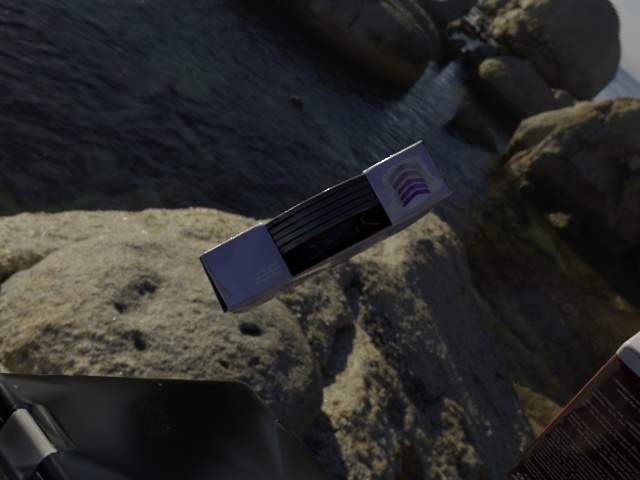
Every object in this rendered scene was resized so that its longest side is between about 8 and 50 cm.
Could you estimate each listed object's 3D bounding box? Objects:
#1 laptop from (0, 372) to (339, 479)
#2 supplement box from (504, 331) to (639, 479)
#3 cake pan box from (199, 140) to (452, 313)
[{"bbox_3d":[-0.080,0.274,0.281,0.382,0.236,0.408,41,5,25],"label":"laptop"},{"bbox_3d":[0.243,0.132,0.473,0.130,0.239,0.073,-27,58,-25],"label":"supplement box"},{"bbox_3d":[0.000,0.000,0.690,0.070,0.246,0.267,60,-5,4],"label":"cake pan box"}]
